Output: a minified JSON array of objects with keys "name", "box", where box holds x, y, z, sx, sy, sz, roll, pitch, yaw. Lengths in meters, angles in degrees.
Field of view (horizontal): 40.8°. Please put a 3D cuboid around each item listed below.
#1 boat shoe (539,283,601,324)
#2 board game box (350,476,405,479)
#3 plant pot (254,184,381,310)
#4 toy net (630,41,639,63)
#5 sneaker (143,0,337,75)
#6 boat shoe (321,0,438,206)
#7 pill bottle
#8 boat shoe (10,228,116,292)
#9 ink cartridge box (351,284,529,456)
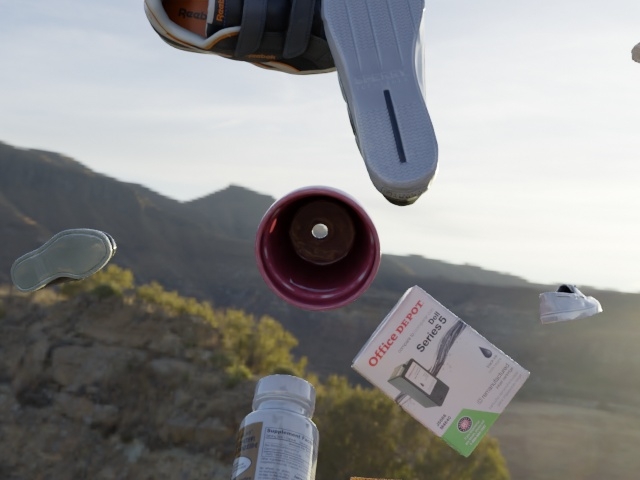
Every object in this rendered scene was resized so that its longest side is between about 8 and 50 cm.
[{"name":"boat shoe","box":[0.431,0.107,1.500,0.184,0.063,0.066,-5,-7,-45]},{"name":"board game box","box":[0.223,0.638,1.501,0.356,0.356,0.356,2,-27,6]},{"name":"plant pot","box":[0.000,0.000,1.439,0.201,0.201,0.180,6,11,2]},{"name":"toy net","box":[0.628,-0.314,1.430,0.122,0.045,0.232,47,-17,-25]},{"name":"sneaker","box":[-0.075,-0.288,1.120,0.321,0.126,0.127,3,-1,6]},{"name":"boat shoe","box":[0.064,-0.197,1.013,0.121,0.335,0.119,-4,-14,-4]},{"name":"pill bottle","box":[-0.070,0.337,1.363,0.131,0.229,0.131,5,-38,4]},{"name":"boat shoe","box":[-0.554,0.037,1.900,0.302,0.114,0.091,-13,4,30]},{"name":"ink cartridge box","box":[0.222,0.245,1.638,0.273,0.198,0.115,38,-6,6]}]
